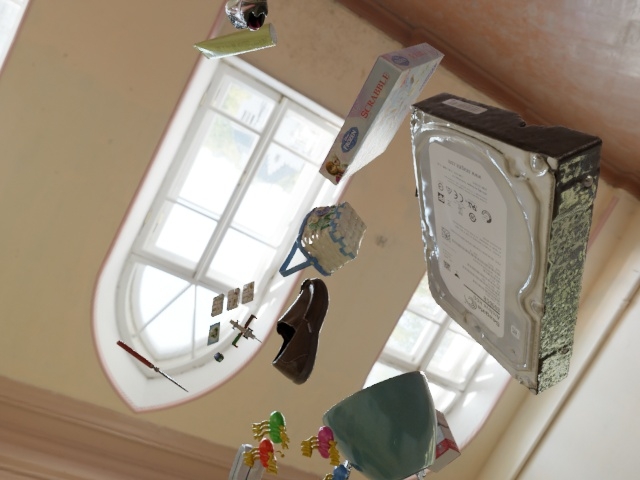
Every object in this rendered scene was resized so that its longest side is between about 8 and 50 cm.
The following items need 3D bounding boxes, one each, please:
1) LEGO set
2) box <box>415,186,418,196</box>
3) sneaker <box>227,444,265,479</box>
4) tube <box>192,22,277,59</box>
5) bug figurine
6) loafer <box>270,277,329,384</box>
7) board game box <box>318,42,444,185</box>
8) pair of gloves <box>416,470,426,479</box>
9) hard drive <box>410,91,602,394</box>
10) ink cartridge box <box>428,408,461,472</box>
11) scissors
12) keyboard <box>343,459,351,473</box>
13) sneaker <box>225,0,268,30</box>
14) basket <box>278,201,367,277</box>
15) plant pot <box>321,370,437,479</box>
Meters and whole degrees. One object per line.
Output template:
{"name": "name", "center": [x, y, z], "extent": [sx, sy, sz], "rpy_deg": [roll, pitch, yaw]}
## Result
{"name": "LEGO set", "center": [-0.276, 0.266, 1.386], "extent": [0.060, 0.182, 0.244], "rpy_deg": [47, -151, -42]}
{"name": "box", "center": [0.227, -0.118, 0.848], "extent": [0.067, 0.083, 0.018], "rpy_deg": [14, 156, 15]}
{"name": "sneaker", "center": [-0.201, 0.662, 1.092], "extent": [0.091, 0.258, 0.094], "rpy_deg": [29, 154, -17]}
{"name": "tube", "center": [-0.247, -0.576, 1.260], "extent": [0.240, 0.062, 0.070], "rpy_deg": [-7, 133, 16]}
{"name": "bug figurine", "center": [-0.043, 0.492, 0.998], "extent": [0.278, 0.216, 0.072], "rpy_deg": [10, -148, 18]}
{"name": "loafer", "center": [-0.066, 0.258, 1.364], "extent": [0.130, 0.134, 0.366], "rpy_deg": [25, -134, -16]}
{"name": "board game box", "center": [0.155, -0.323, 1.092], "extent": [0.066, 0.319, 0.318], "rpy_deg": [39, -141, 8]}
{"name": "pair of gloves", "center": [0.286, 0.767, 1.288], "extent": [0.023, 0.159, 0.198], "rpy_deg": [-3, -149, 26]}
{"name": "hard drive", "center": [0.214, 0.004, 0.554], "extent": [0.237, 0.064, 0.339], "rpy_deg": [51, 161, 53]}
{"name": "ink cartridge box", "center": [0.323, 0.563, 1.226], "extent": [0.056, 0.099, 0.135], "rpy_deg": [32, -158, -24]}
{"name": "scissors", "center": [-0.527, 0.400, 1.368], "extent": [0.297, 0.021, 0.109], "rpy_deg": [30, 152, 8]}
{"name": "keyboard", "center": [0.060, 0.683, 1.213], "extent": [0.033, 0.202, 0.317], "rpy_deg": [21, -178, 13]}
{"name": "sneaker", "center": [-0.161, -0.497, 0.951], "extent": [0.071, 0.077, 0.178], "rpy_deg": [-15, -170, -18]}
{"name": "basket", "center": [0.000, 0.000, 1.493], "extent": [0.201, 0.288, 0.255], "rpy_deg": [47, -144, -20]}
{"name": "plant pot", "center": [0.173, 0.481, 1.070], "extent": [0.290, 0.290, 0.196], "rpy_deg": [20, -144, -50]}
